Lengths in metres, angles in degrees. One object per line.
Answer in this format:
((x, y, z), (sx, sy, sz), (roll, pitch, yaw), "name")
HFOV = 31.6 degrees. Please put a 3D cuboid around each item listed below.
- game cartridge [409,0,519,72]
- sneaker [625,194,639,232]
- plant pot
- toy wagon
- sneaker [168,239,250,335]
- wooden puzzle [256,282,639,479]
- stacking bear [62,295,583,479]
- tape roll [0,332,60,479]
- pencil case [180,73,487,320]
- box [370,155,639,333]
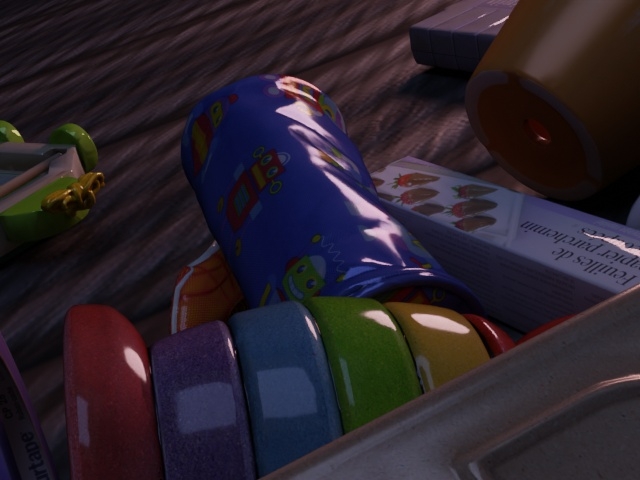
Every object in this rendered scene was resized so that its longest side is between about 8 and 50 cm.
((0.297, -0.262, 1.238), (0.355, 0.068, 0.230), (-29, 24, -27), "game cartridge")
((0.298, 0.010, 0.609), (0.297, 0.111, 0.129), (6, 38, 40), "sneaker")
((0.218, -0.138, 0.878), (0.188, 0.205, 0.205), (-44, 34, -21), "plant pot")
((-0.339, -0.032, 1.101), (0.344, 0.068, 0.267), (7, 33, 37), "toy wagon")
((-0.060, 0.037, 0.805), (0.067, 0.064, 0.175), (5, 32, 17), "sneaker")
((0.102, 0.173, 0.328), (0.348, 0.080, 0.322), (-21, 45, -22), "wooden puzzle")
((0.039, 0.097, 0.513), (0.289, 0.175, 0.164), (-7, -5, -10), "stacking bear")
((-0.172, 0.122, 0.533), (0.080, 0.189, 0.189), (-21, 25, -11), "tape roll")
((0.000, 0.000, 0.728), (0.119, 0.133, 0.306), (-48, 34, 12), "pencil case")
((0.132, 0.013, 0.742), (0.063, 0.067, 0.324), (-27, 26, -23), "box")
